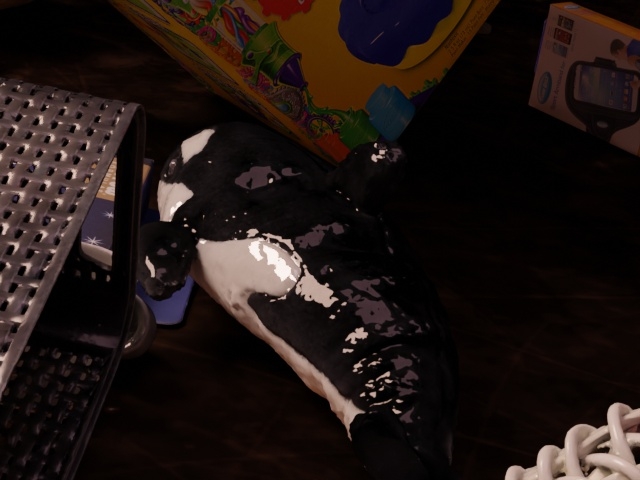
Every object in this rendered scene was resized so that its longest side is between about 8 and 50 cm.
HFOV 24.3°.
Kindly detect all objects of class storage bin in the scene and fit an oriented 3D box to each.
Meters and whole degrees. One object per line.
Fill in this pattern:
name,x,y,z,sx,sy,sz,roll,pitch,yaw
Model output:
storage bin,-0.124,0.036,0.506,0.084,0.122,0.180,11,40,2

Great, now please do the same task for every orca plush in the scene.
orca plush,0.000,0.000,0.671,0.151,0.102,0.287,17,20,-18

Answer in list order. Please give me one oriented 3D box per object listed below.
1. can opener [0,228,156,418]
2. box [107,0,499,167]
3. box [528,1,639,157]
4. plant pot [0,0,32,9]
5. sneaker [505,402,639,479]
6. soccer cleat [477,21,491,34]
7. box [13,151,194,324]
can opener,-0.214,0.013,0.660,0.283,0.076,0.095,14,-8,10
box,-0.011,-0.242,0.882,0.177,0.290,0.279,34,-3,43
box,0.204,-0.119,1.079,0.028,0.081,0.136,-14,32,-41
plant pot,-0.244,-0.249,1.097,0.237,0.237,0.110,29,-9,36
sneaker,0.096,0.101,0.526,0.258,0.091,0.094,-2,26,-26
soccer cleat,0.072,-0.270,1.323,0.143,0.116,0.331,8,24,-6
box,-0.171,-0.018,0.761,0.225,0.036,0.136,11,24,-1
